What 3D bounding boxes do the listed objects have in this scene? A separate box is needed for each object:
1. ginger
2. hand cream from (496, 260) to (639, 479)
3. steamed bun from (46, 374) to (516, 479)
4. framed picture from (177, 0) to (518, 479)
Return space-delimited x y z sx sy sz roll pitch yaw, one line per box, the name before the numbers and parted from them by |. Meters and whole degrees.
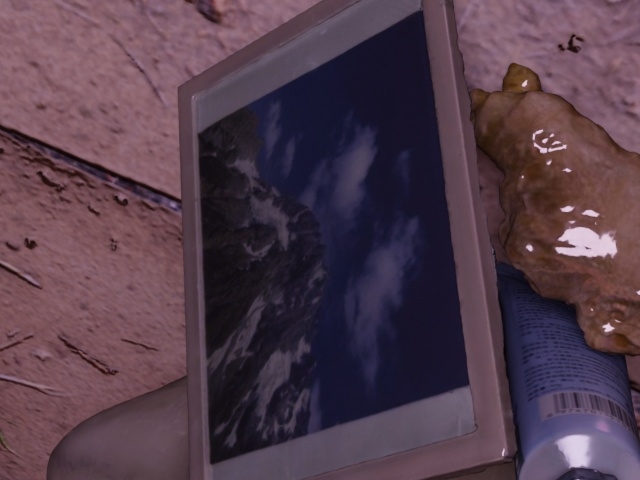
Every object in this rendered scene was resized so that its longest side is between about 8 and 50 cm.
ginger | 0.165 -0.006 0.613 0.213 0.138 0.074 22 160 0
hand cream | 0.136 0.078 0.617 0.091 0.271 0.058 21 111 1
steamed bun | 0.043 0.194 0.762 0.367 0.255 0.343 5 132 43
framed picture | 0.000 0.000 0.602 0.209 0.281 0.019 -26 149 36
